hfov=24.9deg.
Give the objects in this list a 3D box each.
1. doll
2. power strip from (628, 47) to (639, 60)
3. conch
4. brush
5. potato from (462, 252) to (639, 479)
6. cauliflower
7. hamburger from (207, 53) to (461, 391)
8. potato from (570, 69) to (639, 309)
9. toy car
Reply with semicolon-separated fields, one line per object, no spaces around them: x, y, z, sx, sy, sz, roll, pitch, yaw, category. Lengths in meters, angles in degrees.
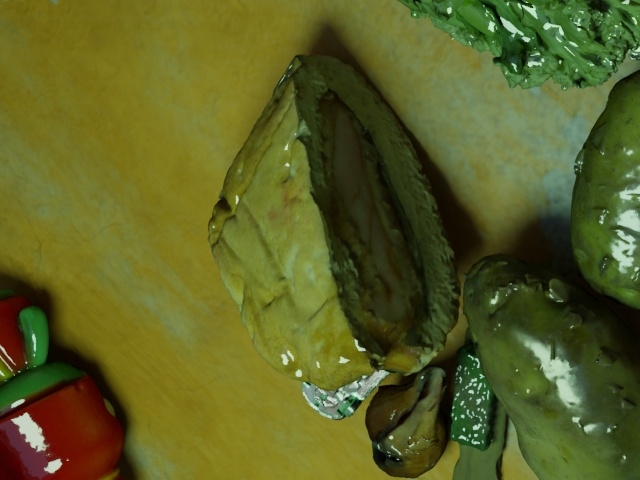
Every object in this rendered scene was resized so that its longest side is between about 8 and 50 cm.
-0.330;0.235;1.731;0.182;0.160;0.363;-35;89;27;doll
0.302;-0.251;1.263;0.080;0.029;0.227;10;112;25;power strip
0.088;0.182;1.499;0.086;0.080;0.233;-15;140;-4;conch
0.161;0.226;1.516;0.054;0.048;0.282;15;116;28;brush
0.240;0.135;1.368;0.296;0.141;0.191;54;160;-10;potato
0.147;-0.240;1.213;0.275;0.250;0.272;-47;63;52;cauliflower
-0.003;0.001;1.440;0.209;0.162;0.330;-34;66;45;hamburger
0.302;-0.054;1.290;0.149;0.113;0.251;20;113;22;potato
0.039;0.129;1.543;0.069;0.055;0.142;42;113;1;toy car
